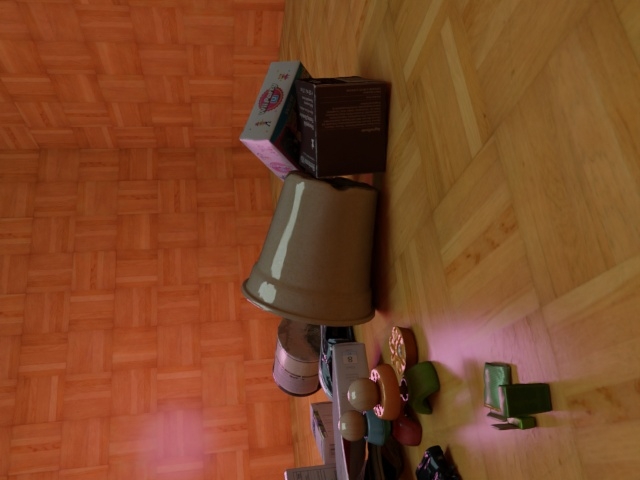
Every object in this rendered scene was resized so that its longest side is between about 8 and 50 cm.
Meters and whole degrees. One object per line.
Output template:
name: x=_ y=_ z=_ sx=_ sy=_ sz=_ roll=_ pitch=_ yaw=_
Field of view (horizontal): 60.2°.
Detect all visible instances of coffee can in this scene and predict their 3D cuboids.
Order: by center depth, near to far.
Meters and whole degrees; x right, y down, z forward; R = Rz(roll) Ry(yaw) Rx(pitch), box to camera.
coffee can: x=-0.059 y=0.393 z=1.916 sx=0.275 sy=0.202 sz=0.201 roll=101 pitch=163 yaw=-50

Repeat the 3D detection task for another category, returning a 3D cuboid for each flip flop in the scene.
flip flop: x=0.144 y=0.481 z=1.226 sx=0.277 sy=0.080 sz=0.112 roll=-79 pitch=-3 yaw=-61

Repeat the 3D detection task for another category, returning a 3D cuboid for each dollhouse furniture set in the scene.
dollhouse furniture set: x=0.231 y=0.203 z=0.720 sx=0.152 sy=0.059 sz=0.076 roll=141 pitch=126 yaw=-77

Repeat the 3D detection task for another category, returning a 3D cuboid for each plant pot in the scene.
plant pot: x=0.000 y=0.000 z=1.326 sx=0.334 sy=0.334 sz=0.305 roll=-129 pitch=49 yaw=-73

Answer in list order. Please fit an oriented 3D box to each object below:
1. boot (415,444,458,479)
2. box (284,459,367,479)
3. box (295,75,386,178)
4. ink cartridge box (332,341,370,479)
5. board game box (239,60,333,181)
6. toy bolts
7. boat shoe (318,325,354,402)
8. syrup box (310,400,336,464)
boot: x=0.207 y=0.425 z=0.952 sx=0.099 sy=0.045 sz=0.121 roll=-113 pitch=21 yaw=-47
box: x=0.028 y=0.681 z=1.432 sx=0.148 sy=0.233 sz=0.126 roll=-108 pitch=19 yaw=-55
box: x=0.044 y=-0.265 z=1.263 sx=0.168 sy=0.167 sz=0.203 roll=-132 pitch=38 yaw=-64
ink cartridge box: x=0.084 y=0.488 z=1.313 sx=0.385 sy=0.091 sz=0.308 roll=-97 pitch=5 yaw=-48
board game box: x=-0.053 y=-0.273 z=1.415 sx=0.303 sy=0.098 sz=0.224 roll=40 pitch=-115 yaw=-54
toy bolts: x=0.113 y=0.300 z=1.098 sx=0.218 sy=0.159 sz=0.228 roll=-108 pitch=19 yaw=-55
boat shoe: x=0.053 y=0.315 z=1.597 sx=0.102 sy=0.108 sz=0.301 roll=103 pitch=168 yaw=-59
syrup box: x=0.031 y=0.611 z=1.771 sx=0.237 sy=0.096 sz=0.093 roll=-143 pitch=51 yaw=-75
